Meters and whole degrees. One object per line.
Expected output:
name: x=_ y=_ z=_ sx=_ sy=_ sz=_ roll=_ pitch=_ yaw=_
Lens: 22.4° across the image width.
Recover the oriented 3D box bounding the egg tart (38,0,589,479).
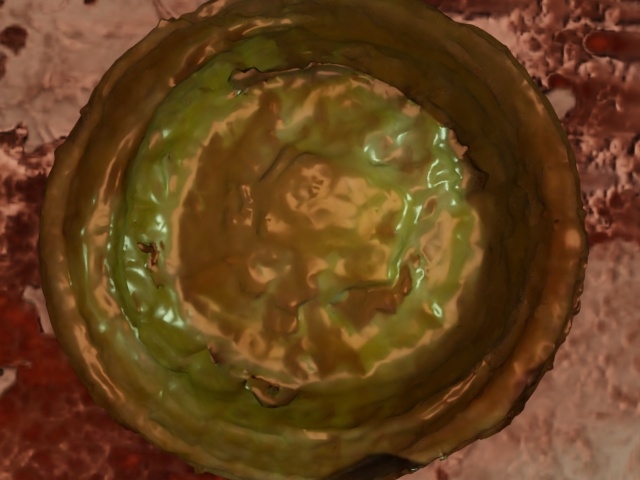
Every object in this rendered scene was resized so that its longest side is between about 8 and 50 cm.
egg tart: x=0.000 y=0.000 z=0.829 sx=0.290 sy=0.115 sz=0.290 roll=0 pitch=91 yaw=-4
